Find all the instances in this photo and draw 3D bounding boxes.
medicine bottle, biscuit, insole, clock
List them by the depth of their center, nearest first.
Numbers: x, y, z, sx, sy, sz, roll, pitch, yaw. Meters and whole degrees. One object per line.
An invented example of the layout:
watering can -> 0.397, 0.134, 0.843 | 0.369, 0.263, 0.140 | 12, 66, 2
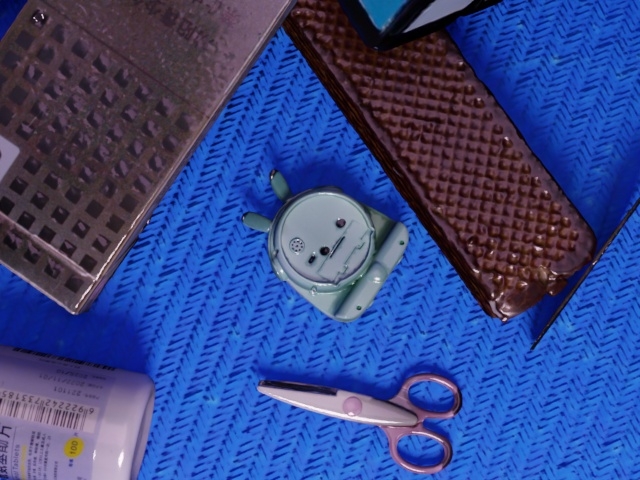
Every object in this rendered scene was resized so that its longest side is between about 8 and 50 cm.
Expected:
medicine bottle -> -0.233, 0.139, 0.816 | 0.186, 0.103, 0.103 | 12, 81, -2
clock -> 0.000, 0.000, 0.881 | 0.135, 0.041, 0.101 | 32, 81, 2
insole -> 0.236, 0.019, 0.882 | 0.004, 0.064, 0.188 | 36, 86, 15
biscuit -> 0.086, -0.111, 0.889 | 0.107, 0.073, 0.388 | -34, 84, -6

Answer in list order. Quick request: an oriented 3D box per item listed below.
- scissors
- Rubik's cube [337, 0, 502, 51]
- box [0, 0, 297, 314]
scissors -> 0.032, 0.142, 0.870 | 0.176, 0.022, 0.086 | 13, 82, -4
Rubik's cube -> 0.125, -0.359, 0.783 | 0.293, 0.288, 0.283 | -26, 83, -34
box -> -0.182, -0.120, 0.850 | 0.180, 0.047, 0.325 | 35, 95, -1
